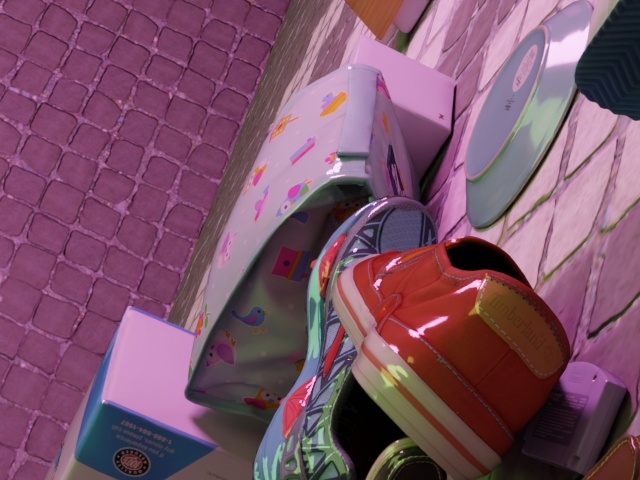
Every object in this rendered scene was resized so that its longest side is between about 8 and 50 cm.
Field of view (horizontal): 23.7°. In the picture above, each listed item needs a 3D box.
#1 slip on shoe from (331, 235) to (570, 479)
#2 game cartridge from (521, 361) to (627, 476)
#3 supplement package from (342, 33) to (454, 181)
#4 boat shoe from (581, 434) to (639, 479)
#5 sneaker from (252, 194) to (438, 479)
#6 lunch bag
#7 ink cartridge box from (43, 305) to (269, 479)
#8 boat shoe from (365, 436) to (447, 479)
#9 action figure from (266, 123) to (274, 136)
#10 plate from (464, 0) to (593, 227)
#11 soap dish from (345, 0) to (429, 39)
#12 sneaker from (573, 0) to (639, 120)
[{"bbox_3d":[0.077,0.050,0.874,0.101,0.123,0.331,-45,4,3],"label":"slip on shoe"},{"bbox_3d":[0.129,0.089,0.778,0.083,0.017,0.056,174,117,-79],"label":"game cartridge"},{"bbox_3d":[0.039,-0.081,1.436,0.179,0.105,0.105,-59,10,32],"label":"supplement package"},{"bbox_3d":[0.095,0.154,0.660,0.178,0.060,0.064,-61,10,23],"label":"boat shoe"},{"bbox_3d":[0.049,0.085,1.077,0.125,0.104,0.261,-16,52,55],"label":"sneaker"},{"bbox_3d":[0.000,0.000,1.297,0.223,0.160,0.262,-79,11,-59],"label":"lunch bag"},{"bbox_3d":[-0.149,0.244,1.374,0.270,0.198,0.197,-62,11,19],"label":"ink cartridge box"},{"bbox_3d":[0.047,0.185,0.866,0.049,0.056,0.152,-122,37,-61],"label":"boat shoe"},{"bbox_3d":[-0.002,-0.060,1.649,0.185,0.099,0.285,-51,19,26],"label":"action figure"},{"bbox_3d":[0.146,-0.098,1.137,0.188,0.024,0.188,-156,90,-82],"label":"plate"},{"bbox_3d":[0.119,-0.411,1.795,0.229,0.118,0.291,-78,15,-53],"label":"soap dish"},{"bbox_3d":[0.205,-0.158,0.774,0.228,0.087,0.092,-49,16,54],"label":"sneaker"}]
